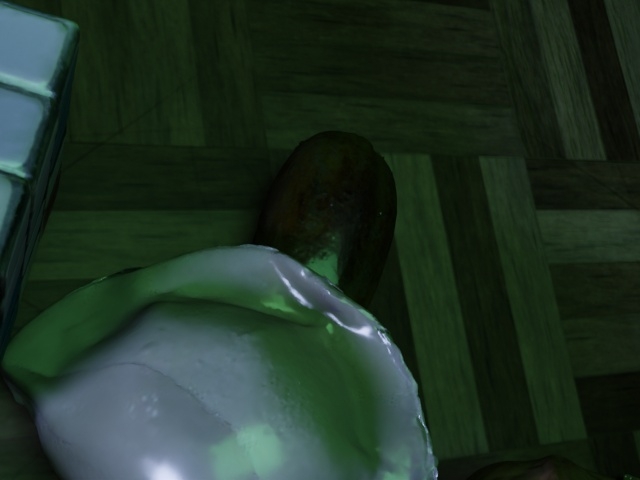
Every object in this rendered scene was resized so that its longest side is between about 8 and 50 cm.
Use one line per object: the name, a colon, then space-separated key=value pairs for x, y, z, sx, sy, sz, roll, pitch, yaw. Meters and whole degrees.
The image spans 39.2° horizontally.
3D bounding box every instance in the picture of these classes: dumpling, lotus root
dumpling: x=-0.075 y=0.130 z=0.720 sx=0.260 sy=0.341 sz=0.181 roll=-46 pitch=134 yaw=-19
lotus root: x=0.000 y=0.000 z=0.854 sx=0.124 sy=0.123 sz=0.241 roll=29 pitch=65 yaw=-25

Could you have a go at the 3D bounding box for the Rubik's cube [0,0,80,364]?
Rubik's cube: x=-0.325 y=-0.020 z=0.610 sx=0.253 sy=0.256 sz=0.258 roll=14 pitch=65 yaw=-14

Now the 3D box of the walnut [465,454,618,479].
walnut: x=0.204 y=0.300 z=0.797 sx=0.228 sy=0.228 sz=0.227 roll=9 pitch=68 yaw=-23

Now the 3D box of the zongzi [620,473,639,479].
zongzi: x=0.368 y=0.366 z=0.947 sx=0.178 sy=0.081 sz=0.189 roll=26 pitch=75 yaw=8
